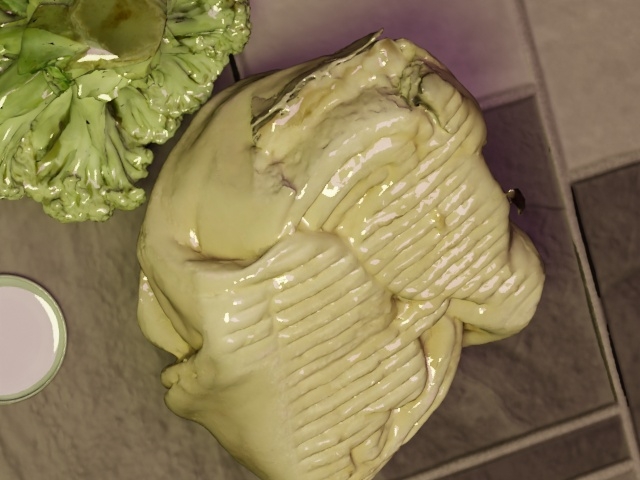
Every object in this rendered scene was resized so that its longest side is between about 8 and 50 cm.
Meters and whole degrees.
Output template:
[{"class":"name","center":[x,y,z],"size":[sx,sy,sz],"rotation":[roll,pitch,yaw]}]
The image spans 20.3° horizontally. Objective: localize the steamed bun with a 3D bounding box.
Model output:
[{"class":"steamed bun","center":[0.000,0.000,1.468],"size":[0.346,0.237,0.394],"rotation":[1,116,-38]}]

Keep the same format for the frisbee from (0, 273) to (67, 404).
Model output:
[{"class":"frisbee","center":[-0.267,0.083,1.498],"size":[0.110,0.014,0.110],"rotation":[0,90,-16]}]

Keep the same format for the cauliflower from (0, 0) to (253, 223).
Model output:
[{"class":"cauliflower","center":[-0.200,-0.152,1.391],"size":[0.272,0.250,0.275],"rotation":[26,79,-17]}]
